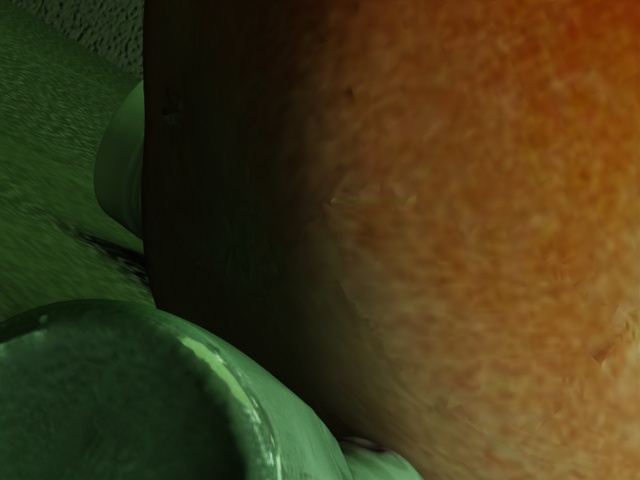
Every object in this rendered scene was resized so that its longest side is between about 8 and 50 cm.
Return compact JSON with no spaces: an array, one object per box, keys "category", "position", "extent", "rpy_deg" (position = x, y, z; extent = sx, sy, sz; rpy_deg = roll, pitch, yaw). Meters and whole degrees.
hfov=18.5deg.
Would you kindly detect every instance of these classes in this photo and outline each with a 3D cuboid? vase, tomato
[{"category":"vase","position":[-0.020,0.070,0.489],"extent":[0.086,0.086,0.214],"rpy_deg":[31,0,19]},{"category":"tomato","position":[0.063,-0.027,0.717],"extent":[0.273,0.341,0.341],"rpy_deg":[-9,26,-29]}]

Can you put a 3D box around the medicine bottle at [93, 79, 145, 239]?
[{"category":"medicine bottle","position":[0.000,0.000,1.068],"extent":[0.250,0.131,0.131],"rpy_deg":[32,5,28]}]
